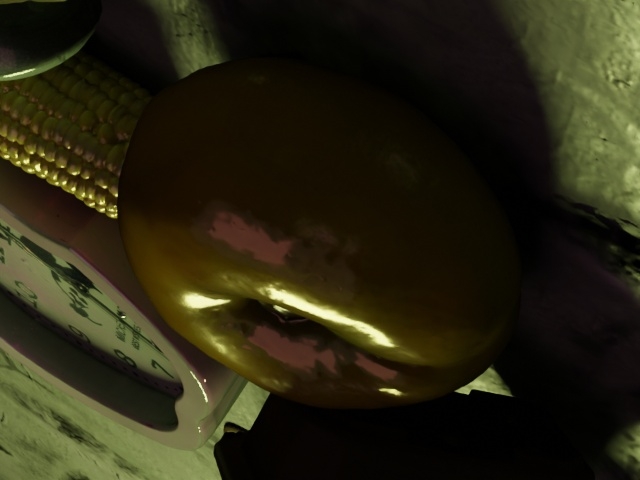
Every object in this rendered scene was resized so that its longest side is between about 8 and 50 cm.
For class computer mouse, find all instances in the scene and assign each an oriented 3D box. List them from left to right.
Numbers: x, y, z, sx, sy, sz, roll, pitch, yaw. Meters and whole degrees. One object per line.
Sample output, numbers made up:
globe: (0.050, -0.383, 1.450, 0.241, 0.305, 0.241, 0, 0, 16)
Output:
computer mouse: (-0.235, -0.154, 1.192, 0.229, 0.113, 0.068, 26, 145, 20)

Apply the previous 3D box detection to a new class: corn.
corn: (-0.197, -0.098, 1.271, 0.244, 0.093, 0.093, 32, 157, 10)

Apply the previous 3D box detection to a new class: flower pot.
flower pot: (0.066, 0.144, 1.244, 0.250, 0.084, 0.179, 11, -165, -16)

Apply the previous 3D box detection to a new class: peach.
peach: (0.000, 0.000, 1.120, 0.251, 0.153, 0.251, 16, 157, 7)

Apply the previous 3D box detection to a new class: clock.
clock: (-0.185, 0.012, 1.455, 0.338, 0.102, 0.338, 31, 156, 15)

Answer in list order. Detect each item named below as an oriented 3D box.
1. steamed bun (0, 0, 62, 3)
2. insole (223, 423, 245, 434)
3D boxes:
steamed bun: (-0.164, -0.225, 0.783, 0.352, 0.247, 0.339, 41, 156, 1)
insole: (0.017, 0.226, 1.697, 0.253, 0.005, 0.086, 26, 154, 25)
